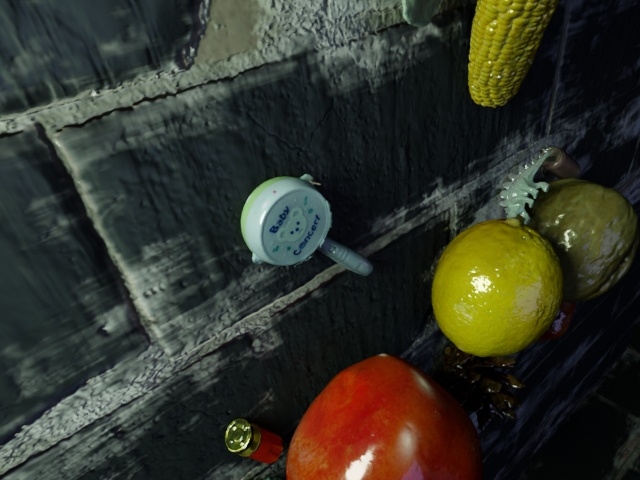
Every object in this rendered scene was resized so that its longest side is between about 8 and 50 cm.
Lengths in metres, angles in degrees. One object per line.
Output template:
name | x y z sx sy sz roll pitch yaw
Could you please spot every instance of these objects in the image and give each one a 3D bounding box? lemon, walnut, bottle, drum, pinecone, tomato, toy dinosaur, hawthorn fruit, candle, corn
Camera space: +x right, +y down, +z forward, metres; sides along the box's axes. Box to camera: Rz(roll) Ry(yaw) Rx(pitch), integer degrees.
lemon | 0.330 0.092 0.794 0.236 0.236 0.262 -26 108 -28
walnut | 0.562 -0.003 0.940 0.282 0.283 0.227 -61 166 4
bottle | 0.556 -0.175 0.961 0.140 0.053 0.053 11 106 -43
drum | -0.014 0.015 0.582 0.130 0.049 0.253 -48 134 -10
pinecone | 0.387 0.344 1.007 0.203 0.201 0.228 -5 142 -23
tomato | 0.103 0.363 0.700 0.325 0.290 0.293 -42 107 -19
toy dinosaur | 0.427 -0.115 0.864 0.208 0.082 0.039 -56 139 -4
hawthorn fruit | 0.621 0.185 1.144 0.194 0.157 0.156 -20 125 -28
candle | -0.100 0.334 0.684 0.052 0.052 0.130 -48 137 -9
corn | 0.254 -0.302 0.552 0.101 0.101 0.310 -45 160 -13

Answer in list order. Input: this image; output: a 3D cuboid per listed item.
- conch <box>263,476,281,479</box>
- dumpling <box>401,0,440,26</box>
conch | -0.057 0.545 0.766 0.278 0.195 0.220 4 82 -16
dumpling | 0.159 -0.356 0.485 0.153 0.108 0.219 11 107 -43
